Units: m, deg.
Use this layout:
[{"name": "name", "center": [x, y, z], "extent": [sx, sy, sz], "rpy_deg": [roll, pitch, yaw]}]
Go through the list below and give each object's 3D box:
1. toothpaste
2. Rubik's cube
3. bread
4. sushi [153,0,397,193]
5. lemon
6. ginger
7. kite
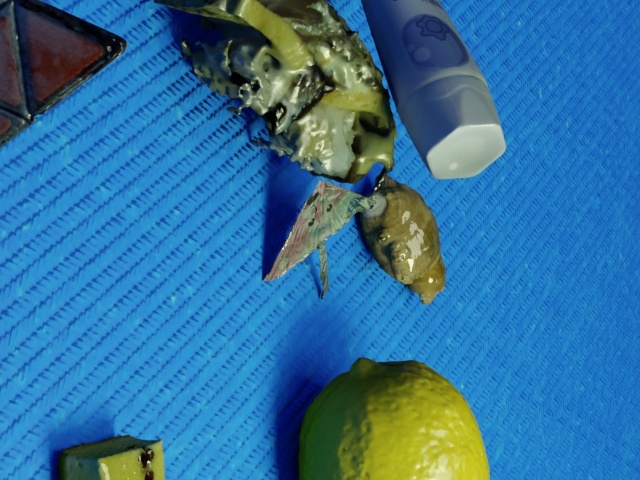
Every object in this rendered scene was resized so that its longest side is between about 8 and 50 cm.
[{"name": "toothpaste", "center": [0.064, -0.216, 1.560], "extent": [0.125, 0.080, 0.371], "rpy_deg": [40, 23, -52]}, {"name": "Rubik's cube", "center": [-0.236, -0.145, 1.148], "extent": [0.190, 0.211, 0.178], "rpy_deg": [58, 12, -6]}, {"name": "bread", "center": [-0.149, 0.261, 1.289], "extent": [0.088, 0.049, 0.226], "rpy_deg": [-8, 96, -61]}, {"name": "sushi", "center": [-0.040, -0.144, 1.453], "extent": [0.291, 0.139, 0.131], "rpy_deg": [39, 75, -52]}, {"name": "lemon", "center": [0.065, 0.202, 1.556], "extent": [0.180, 0.180, 0.193], "rpy_deg": [17, 55, -60]}, {"name": "ginger", "center": [0.089, 0.012, 1.708], "extent": [0.096, 0.067, 0.165], "rpy_deg": [-93, 160, -46]}, {"name": "kite", "center": [0.000, 0.000, 1.559], "extent": [0.139, 0.011, 0.157], "rpy_deg": [-36, 146, -25]}]
